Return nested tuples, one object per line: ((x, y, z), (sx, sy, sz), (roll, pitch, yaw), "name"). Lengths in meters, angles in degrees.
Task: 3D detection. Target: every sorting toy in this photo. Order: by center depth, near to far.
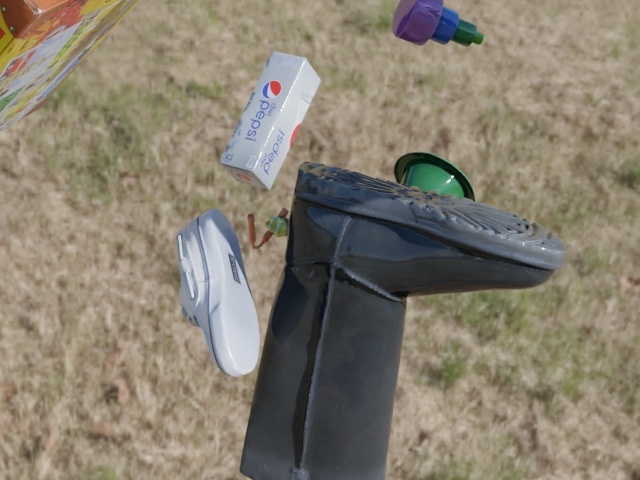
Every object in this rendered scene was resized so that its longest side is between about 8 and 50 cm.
((0.174, -0.384, 1.256), (0.126, 0.127, 0.365), (18, 62, -19), "sorting toy")

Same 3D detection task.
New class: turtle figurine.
((0.000, 0.000, 1.537), (0.087, 0.269, 0.217), (5, 51, 40), "turtle figurine")

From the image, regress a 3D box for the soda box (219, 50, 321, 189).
((-0.106, -0.260, 2.172), (0.091, 0.098, 0.286), (16, 73, 28), "soda box")

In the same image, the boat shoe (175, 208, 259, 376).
((-0.145, 0.078, 1.339), (0.084, 0.095, 0.258), (-27, 48, 18), "boat shoe")

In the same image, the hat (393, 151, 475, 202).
((0.175, -0.048, 1.870), (0.173, 0.208, 0.183), (16, 56, 28), "hat")

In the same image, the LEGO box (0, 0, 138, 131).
((-0.482, -0.327, 1.502), (0.193, 0.500, 0.372), (51, 40, -7), "LEGO box")

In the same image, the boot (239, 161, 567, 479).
((0.092, 0.156, 1.320), (0.367, 0.444, 0.146), (18, 16, 22), "boot")
